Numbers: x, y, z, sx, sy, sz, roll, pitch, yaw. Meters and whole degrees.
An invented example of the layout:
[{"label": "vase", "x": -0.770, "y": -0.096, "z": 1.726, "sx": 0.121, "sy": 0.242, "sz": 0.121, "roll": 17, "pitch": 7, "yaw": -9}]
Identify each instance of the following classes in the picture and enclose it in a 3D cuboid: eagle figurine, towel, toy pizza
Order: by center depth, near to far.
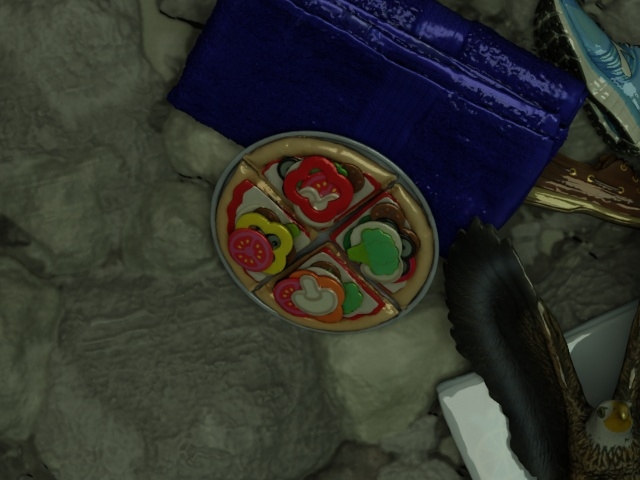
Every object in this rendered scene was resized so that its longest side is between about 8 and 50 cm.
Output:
[{"label": "eagle figurine", "x": 0.230, "y": 0.135, "z": 1.606, "sx": 0.226, "sy": 0.225, "sz": 0.298, "roll": 11, "pitch": 68, "yaw": -31}, {"label": "towel", "x": 0.039, "y": -0.113, "z": 1.620, "sx": 0.308, "sy": 0.076, "sz": 0.228, "roll": 29, "pitch": 132, "yaw": -2}, {"label": "toy pizza", "x": 0.000, "y": 0.000, "z": 1.651, "sx": 0.201, "sy": 0.032, "sz": 0.201, "roll": 8, "pitch": 123, "yaw": 13}]

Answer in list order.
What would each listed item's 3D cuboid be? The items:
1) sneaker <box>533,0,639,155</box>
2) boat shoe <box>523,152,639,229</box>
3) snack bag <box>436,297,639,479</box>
[{"label": "sneaker", "x": 0.247, "y": -0.155, "z": 1.696, "sx": 0.073, "sy": 0.063, "sz": 0.162, "roll": -37, "pitch": 98, "yaw": -17}, {"label": "boat shoe", "x": 0.252, "y": -0.045, "z": 1.690, "sx": 0.178, "sy": 0.064, "sz": 0.060, "roll": 13, "pitch": 93, "yaw": -1}, {"label": "snack bag", "x": 0.296, "y": 0.217, "z": 1.718, "sx": 0.323, "sy": 0.037, "sz": 0.342, "roll": -25, "pitch": 90, "yaw": -1}]
